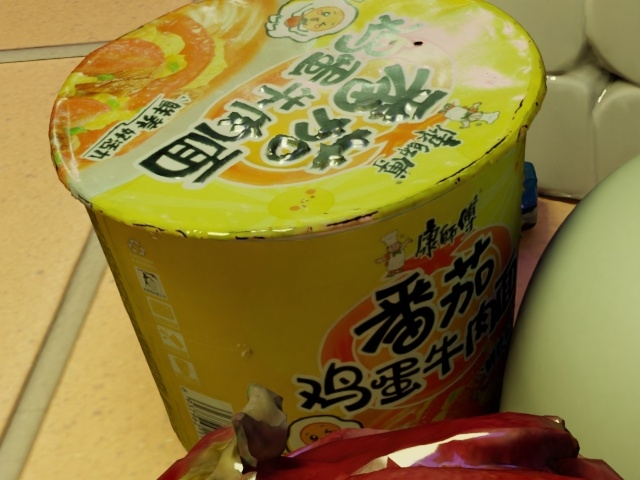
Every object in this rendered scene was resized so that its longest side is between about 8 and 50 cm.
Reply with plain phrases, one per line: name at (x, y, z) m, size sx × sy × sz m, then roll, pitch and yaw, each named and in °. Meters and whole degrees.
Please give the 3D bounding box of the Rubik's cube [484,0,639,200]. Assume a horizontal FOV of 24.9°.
Rubik's cube at (0.269, -0.206, 0.956) m, size 0.291 × 0.290 × 0.292 m, roll 11°, pitch 40°, yaw 28°

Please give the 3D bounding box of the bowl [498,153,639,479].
bowl at (0.252, 0.037, 0.686) m, size 0.353 × 0.185 × 0.354 m, roll -7°, pitch 33°, yaw 4°

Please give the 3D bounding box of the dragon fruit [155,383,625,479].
dragon fruit at (0.015, 0.200, 0.392) m, size 0.329 × 0.329 × 0.329 m, roll -7°, pitch 33°, yaw 4°

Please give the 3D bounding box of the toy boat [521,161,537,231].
toy boat at (0.029, -0.019, 0.956) m, size 0.228 × 0.046 × 0.080 m, roll -5°, pitch 34°, yaw 8°

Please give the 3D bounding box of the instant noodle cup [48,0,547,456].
instant noodle cup at (0.000, 0.000, 0.793) m, size 0.264 × 0.200 × 0.264 m, roll -7°, pitch 34°, yaw 5°
